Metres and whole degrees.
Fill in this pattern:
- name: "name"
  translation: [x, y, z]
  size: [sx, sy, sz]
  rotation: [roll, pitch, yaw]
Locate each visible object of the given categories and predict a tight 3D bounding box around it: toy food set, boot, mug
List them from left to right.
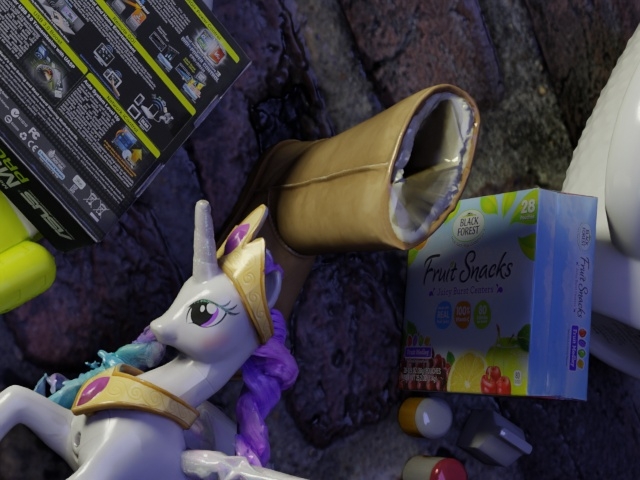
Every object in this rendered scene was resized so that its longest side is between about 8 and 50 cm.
- name: "boot"
  translation: [0.000, 0.000, 1.171]
  size: [0.089, 0.269, 0.236]
  rotation: [23, 76, -25]
- name: "toy food set"
  translation: [0.177, 0.226, 1.344]
  size: [0.232, 0.104, 0.111]
  rotation: [36, 71, -22]
- name: "mug"
  translation: [0.345, -0.056, 1.331]
  size: [0.328, 0.276, 0.374]
  rotation: [-60, 146, -13]

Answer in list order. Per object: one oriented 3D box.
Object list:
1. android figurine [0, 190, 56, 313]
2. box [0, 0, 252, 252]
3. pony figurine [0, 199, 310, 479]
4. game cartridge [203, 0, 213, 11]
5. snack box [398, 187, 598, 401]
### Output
- name: "android figurine"
  translation: [-0.292, -0.054, 1.097]
  size: [0.273, 0.056, 0.248]
  rotation: [-30, 88, -43]
- name: "box"
  translation: [-0.202, -0.160, 1.076]
  size: [0.270, 0.060, 0.216]
  rotation: [50, 55, -22]
- name: "pony figurine"
  translation: [-0.097, 0.194, 1.077]
  size: [0.363, 0.303, 0.351]
  rotation: [-43, 118, -16]
- name: "game cartridge"
  translation: [-0.175, -0.256, 1.188]
  size: [0.196, 0.060, 0.294]
  rotation: [11, 75, -34]
- name: "snack box"
  translation: [0.152, 0.050, 1.285]
  size: [0.070, 0.207, 0.174]
  rotation: [8, 84, -28]
